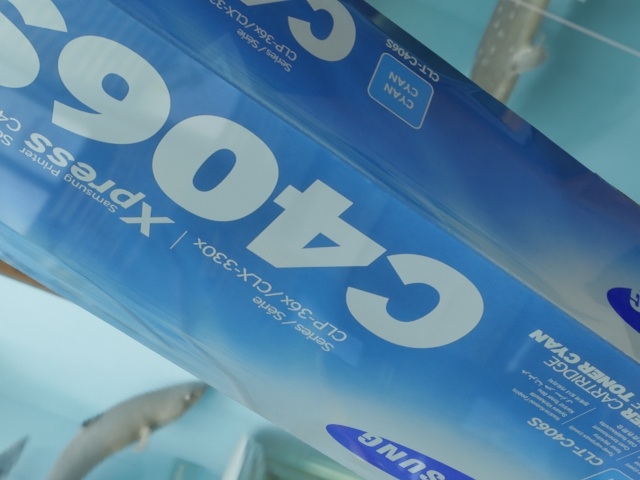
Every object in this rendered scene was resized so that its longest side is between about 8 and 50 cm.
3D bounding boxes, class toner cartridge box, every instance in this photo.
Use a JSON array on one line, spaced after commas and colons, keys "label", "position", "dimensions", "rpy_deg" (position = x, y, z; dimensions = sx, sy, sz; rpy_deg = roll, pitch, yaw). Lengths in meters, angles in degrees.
[{"label": "toner cartridge box", "position": [0.000, 0.000, 0.415], "dimensions": [0.165, 0.347, 0.075], "rpy_deg": [-41, 21, 49]}]
